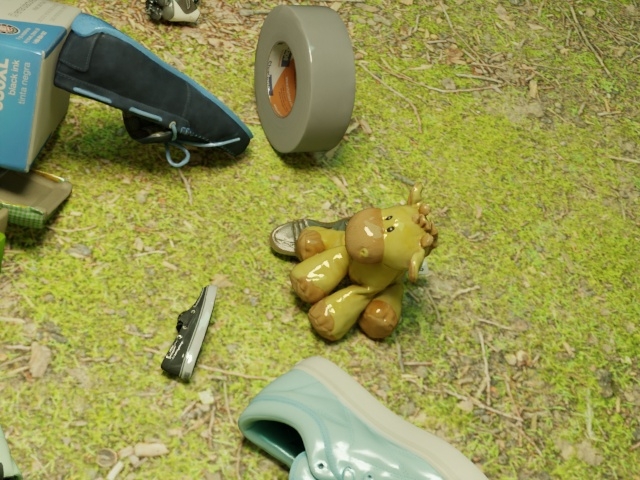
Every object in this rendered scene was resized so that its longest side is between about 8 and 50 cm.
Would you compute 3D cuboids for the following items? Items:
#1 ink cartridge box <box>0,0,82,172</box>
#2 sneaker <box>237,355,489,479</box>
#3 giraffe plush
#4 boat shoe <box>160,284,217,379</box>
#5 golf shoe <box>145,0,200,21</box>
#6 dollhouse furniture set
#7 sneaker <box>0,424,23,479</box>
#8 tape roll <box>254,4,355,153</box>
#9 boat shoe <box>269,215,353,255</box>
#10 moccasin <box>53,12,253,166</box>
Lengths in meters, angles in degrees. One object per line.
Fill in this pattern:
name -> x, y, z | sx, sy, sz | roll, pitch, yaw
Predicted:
ink cartridge box -> -0.539, -0.245, 1.315 | 0.395, 0.166, 0.285 | 11, 23, -8
sneaker -> 0.048, 0.271, 1.106 | 0.150, 0.135, 0.366 | -30, 40, -29
giraffe plush -> 0.078, 0.018, 1.311 | 0.210, 0.170, 0.181 | -18, 72, -24
boat shoe -> -0.162, 0.108, 1.261 | 0.040, 0.049, 0.142 | 17, 48, -3
golf shoe -> -0.247, -0.440, 1.727 | 0.094, 0.077, 0.198 | 12, 52, -23
dollhouse furniture set -> -0.458, -0.009, 1.256 | 0.198, 0.151, 0.301 | 23, 16, -6
sneaker -> -0.428, 0.249, 1.008 | 0.256, 0.094, 0.151 | -24, 60, -34
tape roll -> -0.027, -0.240, 1.508 | 0.072, 0.219, 0.219 | -4, 51, -24
boat shoe -> 0.000, -0.002, 1.426 | 0.153, 0.048, 0.056 | -11, 70, -19
moccasin -> -0.236, -0.190, 1.399 | 0.138, 0.116, 0.342 | 32, 1, 44
